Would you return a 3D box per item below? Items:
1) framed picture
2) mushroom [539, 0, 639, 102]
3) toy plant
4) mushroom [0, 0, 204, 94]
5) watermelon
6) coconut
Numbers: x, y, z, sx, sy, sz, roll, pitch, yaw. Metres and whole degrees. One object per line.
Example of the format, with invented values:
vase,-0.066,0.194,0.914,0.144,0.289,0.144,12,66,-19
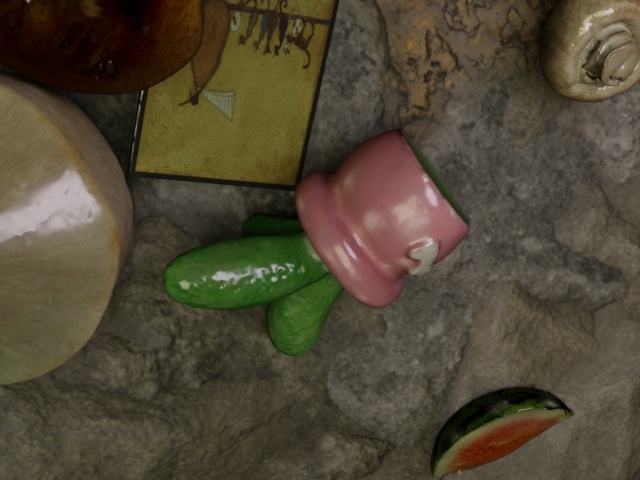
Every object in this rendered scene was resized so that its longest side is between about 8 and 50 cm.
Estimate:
framed picture,-0.110,-0.236,1.309,0.255,0.014,0.338,4,109,-27
mushroom,0.374,-0.260,1.310,0.166,0.127,0.166,-17,135,-17
toy plant,0.006,0.000,1.322,0.356,0.210,0.317,-29,148,17
mushroom,-0.265,-0.335,1.145,0.345,0.259,0.345,14,135,14
watermelon,0.274,0.298,1.530,0.245,0.063,0.119,-27,120,4
coconut,-0.416,-0.026,1.197,0.345,0.415,0.415,-27,107,7
